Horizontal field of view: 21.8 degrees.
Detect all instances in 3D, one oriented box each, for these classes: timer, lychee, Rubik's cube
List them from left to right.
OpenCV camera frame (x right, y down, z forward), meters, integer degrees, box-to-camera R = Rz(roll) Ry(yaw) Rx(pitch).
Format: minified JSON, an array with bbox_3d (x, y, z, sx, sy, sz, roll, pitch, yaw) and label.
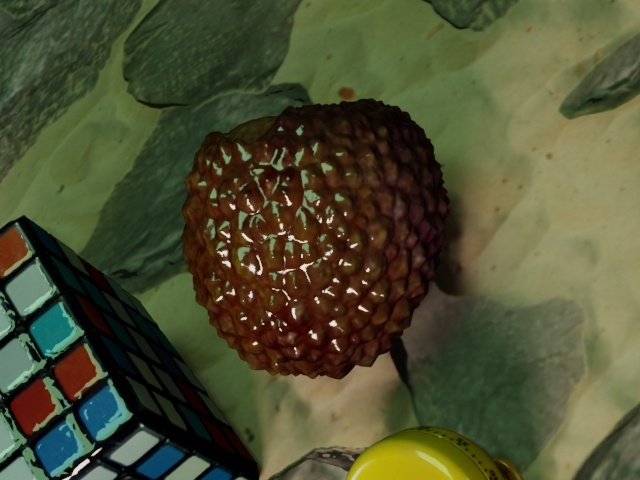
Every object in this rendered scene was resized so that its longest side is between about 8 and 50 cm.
[{"bbox_3d":[-0.182,0.128,1.096,0.184,0.182,0.187,-42,60,2],"label":"Rubik's cube"},{"bbox_3d":[0.000,0.000,1.093,0.188,0.188,0.188,-20,49,24],"label":"lychee"},{"bbox_3d":[0.057,0.165,0.969,0.107,0.109,0.107,10,108,36],"label":"timer"}]
